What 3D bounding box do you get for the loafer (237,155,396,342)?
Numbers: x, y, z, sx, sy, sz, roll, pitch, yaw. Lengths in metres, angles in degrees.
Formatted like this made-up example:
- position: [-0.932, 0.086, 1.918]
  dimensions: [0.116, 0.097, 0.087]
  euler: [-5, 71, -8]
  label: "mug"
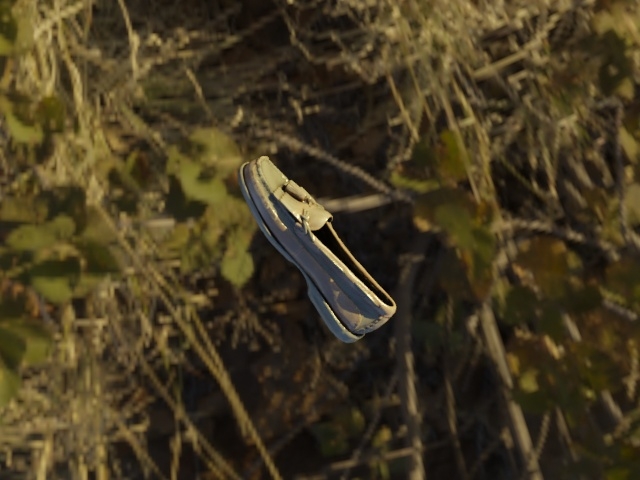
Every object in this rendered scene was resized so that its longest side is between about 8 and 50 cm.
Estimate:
- position: [0.000, 0.000, 0.882]
  dimensions: [0.039, 0.045, 0.125]
  euler: [-30, 95, 28]
  label: "loafer"
